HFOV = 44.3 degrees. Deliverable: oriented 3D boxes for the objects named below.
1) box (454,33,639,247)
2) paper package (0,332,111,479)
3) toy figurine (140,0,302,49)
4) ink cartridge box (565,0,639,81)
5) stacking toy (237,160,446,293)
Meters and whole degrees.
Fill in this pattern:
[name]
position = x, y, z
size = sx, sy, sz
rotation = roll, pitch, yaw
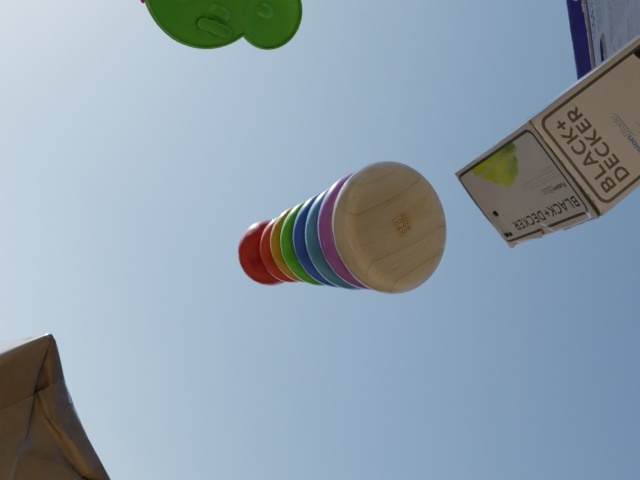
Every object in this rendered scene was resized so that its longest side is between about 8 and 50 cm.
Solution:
[box]
position = 0.268, -0.120, 0.654
size = 0.087, 0.290, 0.169
rotation = 53, -11, 1
[paper package]
position = -0.417, 0.225, 0.750
size = 0.325, 0.309, 0.168
rotation = -13, -79, 49
[toy figurine]
position = -0.124, -0.265, 0.795
size = 0.159, 0.173, 0.130
rotation = 38, -74, 51
[ink cartridge box]
position = 0.390, -0.319, 1.072
size = 0.071, 0.330, 0.324
rotation = 12, -34, 33
[stacking toy]
position = 0.000, 0.000, 0.953
size = 0.141, 0.141, 0.330
rotation = 58, -29, -13
